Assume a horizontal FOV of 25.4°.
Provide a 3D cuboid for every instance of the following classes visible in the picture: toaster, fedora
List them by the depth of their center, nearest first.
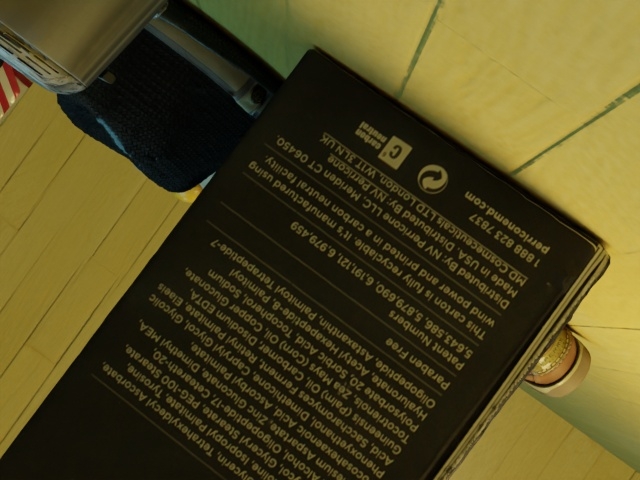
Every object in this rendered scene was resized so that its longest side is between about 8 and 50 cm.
[{"bbox_3d":[-0.238,-0.223,1.152,0.227,0.146,0.129,37,176,-27],"label":"toaster"},{"bbox_3d":[-0.165,-0.148,1.463,0.334,0.152,0.334,36,177,2],"label":"fedora"}]

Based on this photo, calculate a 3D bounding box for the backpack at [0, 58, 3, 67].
[{"bbox_3d":[-0.515,-0.354,1.855,0.276,0.213,0.263,37,169,51],"label":"backpack"}]

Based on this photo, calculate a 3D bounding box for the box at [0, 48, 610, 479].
[{"bbox_3d":[-0.010,0.147,1.277,0.297,0.472,0.480,35,177,10],"label":"box"}]

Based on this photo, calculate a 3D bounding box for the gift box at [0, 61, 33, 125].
[{"bbox_3d":[-0.536,-0.306,2.152,0.255,0.276,0.258,31,176,-2],"label":"gift box"}]

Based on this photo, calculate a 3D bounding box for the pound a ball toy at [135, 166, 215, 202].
[{"bbox_3d":[-0.099,-0.061,1.697,0.319,0.135,0.208,35,157,36],"label":"pound a ball toy"}]

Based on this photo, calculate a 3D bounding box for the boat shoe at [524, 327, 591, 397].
[{"bbox_3d":[0.203,0.096,1.768,0.104,0.111,0.307,42,164,-33],"label":"boat shoe"}]
